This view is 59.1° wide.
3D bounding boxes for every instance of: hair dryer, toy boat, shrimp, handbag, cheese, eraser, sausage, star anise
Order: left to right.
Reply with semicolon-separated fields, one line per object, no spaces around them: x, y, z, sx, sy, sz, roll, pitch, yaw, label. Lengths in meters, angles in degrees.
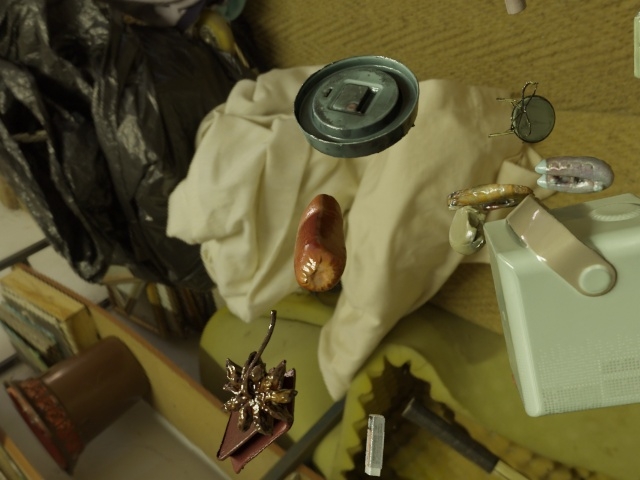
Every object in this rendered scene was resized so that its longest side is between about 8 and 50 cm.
-0.135;0.273;1.121;0.177;0.073;0.233;-21;72;21;star anise
-0.179;0.507;1.651;0.084;0.275;0.260;40;106;-13;handbag
0.000;0.000;0.995;0.083;0.300;0.089;24;113;-8;sausage
0.117;0.438;1.214;0.029;0.122;0.052;6;165;-4;eraser
0.527;-0.031;1.998;0.091;0.202;0.175;17;118;-9;cheese
0.481;-0.117;1.593;0.253;0.173;0.058;-11;71;52;shrimp
0.533;-0.651;1.418;0.220;0.054;0.195;48;175;48;hair dryer
0.798;-0.193;1.777;0.228;0.085;0.155;5;153;28;toy boat

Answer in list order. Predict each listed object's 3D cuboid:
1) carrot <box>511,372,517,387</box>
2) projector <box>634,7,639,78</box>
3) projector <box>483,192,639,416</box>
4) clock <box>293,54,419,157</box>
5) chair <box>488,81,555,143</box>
0.495;0.264;1.189;0.057;0.057;0.224;46;144;9;carrot
0.797;-0.403;1.156;0.270;0.088;0.193;3;124;34;projector
0.295;0.061;0.644;0.177;0.163;0.242;-13;105;11;projector
0.089;-0.331;1.383;0.313;0.312;0.061;28;157;29;clock
0.643;-0.375;1.736;0.325;0.170;0.159;-131;52;-80;chair
